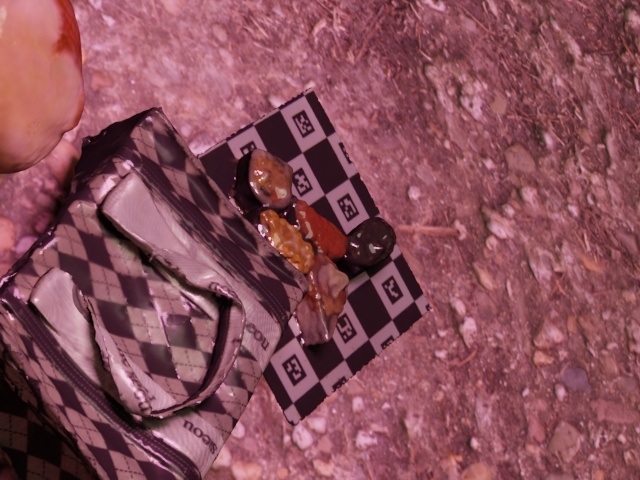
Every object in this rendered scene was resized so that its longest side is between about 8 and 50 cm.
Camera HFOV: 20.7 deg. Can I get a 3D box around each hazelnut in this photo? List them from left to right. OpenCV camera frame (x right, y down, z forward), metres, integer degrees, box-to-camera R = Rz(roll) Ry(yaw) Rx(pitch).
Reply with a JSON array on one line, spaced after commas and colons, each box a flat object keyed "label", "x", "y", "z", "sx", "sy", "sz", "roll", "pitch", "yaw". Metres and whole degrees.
[{"label": "hazelnut", "x": -0.354, "y": -0.199, "z": 1.758, "sx": 0.261, "sy": 0.241, "sz": 0.261, "roll": 19, "pitch": 58, "yaw": -34}]

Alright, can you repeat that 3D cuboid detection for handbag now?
[{"label": "handbag", "x": -0.205, "y": 0.082, "z": 1.822, "sx": 0.317, "sy": 0.180, "sz": 0.416, "roll": 54, "pitch": 39, "yaw": -23}]

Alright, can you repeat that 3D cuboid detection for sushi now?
[{"label": "sushi", "x": 0.000, "y": 0.000, "z": 2.201, "sx": 0.359, "sy": 0.064, "sz": 0.343, "roll": -36, "pitch": 100, "yaw": -51}]
